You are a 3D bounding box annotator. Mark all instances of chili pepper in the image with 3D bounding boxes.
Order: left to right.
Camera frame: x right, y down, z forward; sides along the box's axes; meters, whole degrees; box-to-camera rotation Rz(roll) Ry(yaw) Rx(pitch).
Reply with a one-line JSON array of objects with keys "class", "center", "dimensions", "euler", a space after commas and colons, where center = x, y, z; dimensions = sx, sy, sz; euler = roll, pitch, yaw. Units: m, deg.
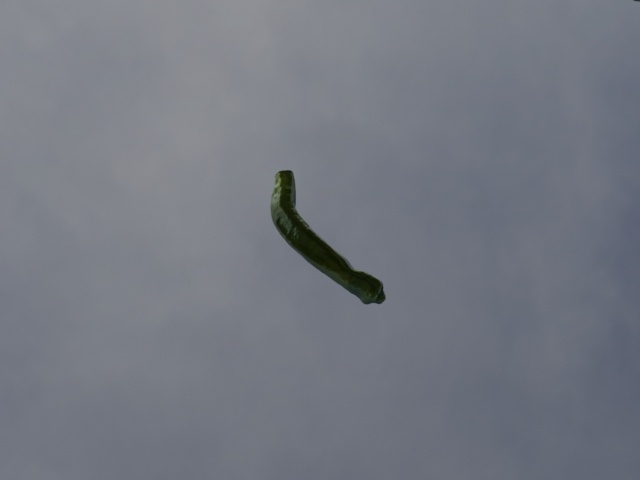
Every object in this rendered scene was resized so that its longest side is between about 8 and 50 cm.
[{"class": "chili pepper", "center": [0.000, 0.001, 0.809], "dimensions": [0.083, 0.017, 0.030], "euler": [46, -146, 16]}]
